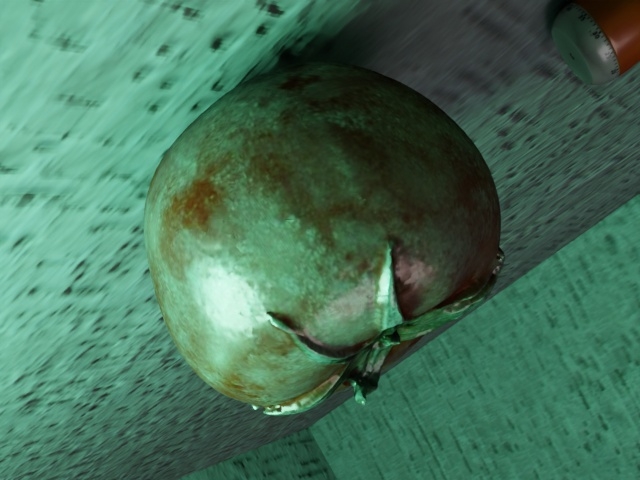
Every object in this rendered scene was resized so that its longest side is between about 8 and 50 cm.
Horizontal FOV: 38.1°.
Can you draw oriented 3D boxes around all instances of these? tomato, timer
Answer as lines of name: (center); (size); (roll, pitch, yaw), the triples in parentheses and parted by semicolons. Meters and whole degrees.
tomato: (0.000, 0.000, 0.816); (0.317, 0.282, 0.316); (-28, 160, -11)
timer: (0.325, -0.240, 1.025); (0.136, 0.099, 0.136); (-41, 174, -5)
